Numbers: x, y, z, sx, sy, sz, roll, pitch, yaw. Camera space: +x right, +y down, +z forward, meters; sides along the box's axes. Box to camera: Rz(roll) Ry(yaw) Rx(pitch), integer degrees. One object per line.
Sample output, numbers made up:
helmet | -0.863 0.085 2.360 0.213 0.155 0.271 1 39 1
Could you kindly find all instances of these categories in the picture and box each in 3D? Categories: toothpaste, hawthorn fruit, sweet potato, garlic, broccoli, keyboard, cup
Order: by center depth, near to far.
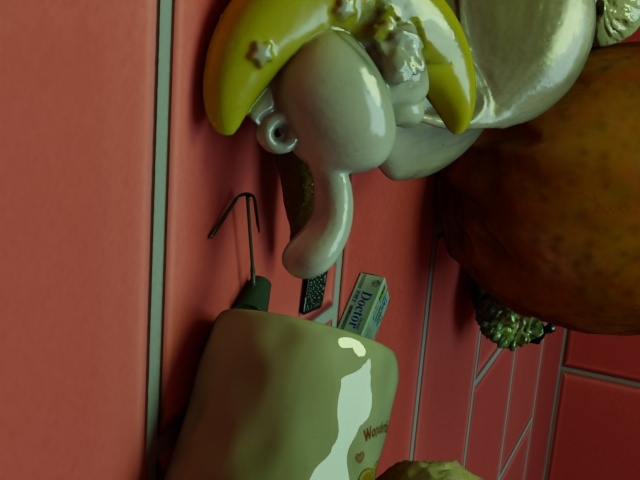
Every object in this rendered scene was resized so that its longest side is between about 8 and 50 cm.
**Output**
cup | -0.054 0.178 0.918 0.173 0.255 0.202 20 76 -26
sweet potato | -0.015 -0.124 0.947 0.072 0.066 0.314 -17 112 -43
garlic | 0.153 -0.197 1.101 0.340 0.231 0.246 -66 145 -31
keyboard | 0.000 0.000 1.118 0.053 0.010 0.155 -16 115 -66
toothpaste | 0.039 0.116 1.242 0.046 0.034 0.164 74 33 -50
hawthorn fruit | 0.385 -0.066 1.496 0.472 0.472 0.471 11 90 -69
broccoli | 0.384 0.068 1.822 0.263 0.243 0.247 -65 142 -47

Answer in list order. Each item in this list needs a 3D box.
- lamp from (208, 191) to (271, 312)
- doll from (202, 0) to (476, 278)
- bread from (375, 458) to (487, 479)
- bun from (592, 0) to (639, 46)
lamp | -0.062 0.018 0.936 0.121 0.041 0.054 82 19 -46
doll | 0.013 -0.130 0.867 0.237 0.111 0.252 -36 110 -23
bread | 0.070 0.433 0.975 0.371 0.279 0.390 -58 -175 -39
bun | 0.368 -0.311 1.384 0.069 0.115 0.115 -14 113 -59
